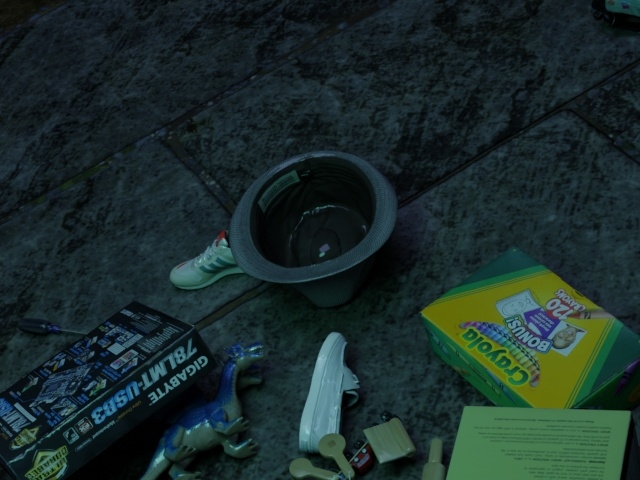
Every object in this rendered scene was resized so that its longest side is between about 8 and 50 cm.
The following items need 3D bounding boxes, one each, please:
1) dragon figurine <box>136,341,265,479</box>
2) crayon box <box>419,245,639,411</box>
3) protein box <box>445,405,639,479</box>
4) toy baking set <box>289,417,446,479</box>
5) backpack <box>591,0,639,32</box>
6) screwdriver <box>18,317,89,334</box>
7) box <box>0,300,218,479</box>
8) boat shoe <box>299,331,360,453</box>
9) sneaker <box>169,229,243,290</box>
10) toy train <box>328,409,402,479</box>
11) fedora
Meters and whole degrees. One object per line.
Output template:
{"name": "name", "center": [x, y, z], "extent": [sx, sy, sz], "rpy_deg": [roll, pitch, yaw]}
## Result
{"name": "dragon figurine", "center": [-0.178, 0.244, 2.087], "extent": [0.289, 0.085, 0.144], "rpy_deg": [-30, 41, -11]}
{"name": "crayon box", "center": [0.275, 0.137, 2.014], "extent": [0.165, 0.081, 0.278], "rpy_deg": [-34, 42, -15]}
{"name": "protein box", "center": [0.250, 0.308, 1.795], "extent": [0.200, 0.136, 0.201], "rpy_deg": [-1, 44, 21]}
{"name": "toy baking set", "center": [0.055, 0.326, 1.928], "extent": [0.197, 0.030, 0.256], "rpy_deg": [-5, 46, 11]}
{"name": "backpack", "center": [0.528, -0.395, 2.467], "extent": [0.182, 0.115, 0.152], "rpy_deg": [20, 53, 35]}
{"name": "screwdriver", "center": [-0.371, 0.136, 2.346], "extent": [0.170, 0.025, 0.024], "rpy_deg": [9, 48, 19]}
{"name": "box", "center": [-0.311, 0.203, 2.117], "extent": [0.293, 0.073, 0.295], "rpy_deg": [-37, 17, -16]}
{"name": "boat shoe", "center": [0.020, 0.199, 2.073], "extent": [0.063, 0.066, 0.184], "rpy_deg": [7, 44, 10]}
{"name": "sneaker", "center": [-0.151, 0.019, 2.330], "extent": [0.161, 0.075, 0.057], "rpy_deg": [-14, 41, 8]}
{"name": "toy train", "center": [0.049, 0.276, 2.002], "extent": [0.036, 0.027, 0.158], "rpy_deg": [30, 61, 30]}
{"name": "fedora", "center": [0.000, 0.000, 2.246], "extent": [0.244, 0.124, 0.275], "rpy_deg": [-19, 42, 1]}
